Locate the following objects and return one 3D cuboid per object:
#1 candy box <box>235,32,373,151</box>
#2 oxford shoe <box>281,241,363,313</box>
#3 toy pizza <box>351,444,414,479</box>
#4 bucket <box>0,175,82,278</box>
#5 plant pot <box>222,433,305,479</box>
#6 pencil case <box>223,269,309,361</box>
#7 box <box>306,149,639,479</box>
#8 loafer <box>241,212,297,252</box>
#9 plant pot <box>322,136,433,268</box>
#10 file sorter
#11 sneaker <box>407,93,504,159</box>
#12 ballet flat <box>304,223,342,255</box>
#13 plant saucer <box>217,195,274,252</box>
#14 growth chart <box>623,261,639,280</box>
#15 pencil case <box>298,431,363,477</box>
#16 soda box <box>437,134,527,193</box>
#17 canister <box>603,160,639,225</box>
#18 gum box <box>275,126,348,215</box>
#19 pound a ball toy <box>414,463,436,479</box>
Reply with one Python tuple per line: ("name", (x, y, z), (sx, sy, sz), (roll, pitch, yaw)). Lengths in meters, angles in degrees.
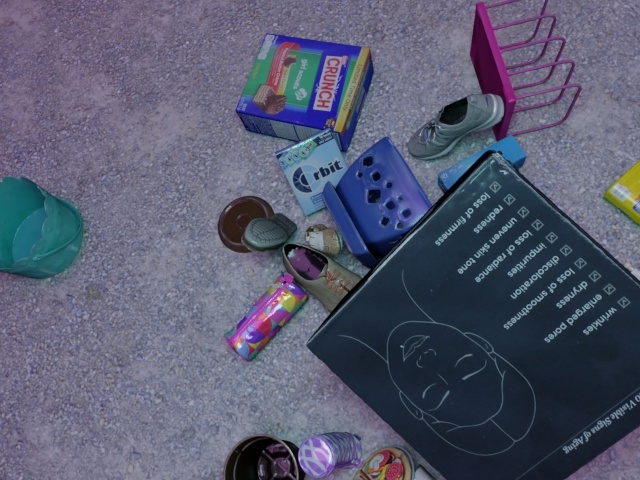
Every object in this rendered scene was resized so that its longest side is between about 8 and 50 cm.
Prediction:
("candy box", (-0.040, -0.419, 1.479), (0.318, 0.122, 0.268), (15, 76, 15))
("oxford shoe", (0.040, 0.119, 1.287), (0.348, 0.130, 0.122), (29, 81, 19))
("toy pizza", (0.117, 0.524, 1.119), (0.032, 0.201, 0.201), (42, 84, -15))
("bucket", (-0.835, -0.027, 1.494), (0.282, 0.183, 0.280), (-3, 73, 11))
("plant pot", (-0.111, 0.515, 1.176), (0.167, 0.165, 0.166), (-3, 73, 11))
("pencil case", (-0.136, 0.189, 1.321), (0.104, 0.104, 0.236), (39, 85, 20))
("box", (0.323, 0.161, 0.989), (0.472, 0.297, 0.480), (44, 108, 5))
("loafer", (-0.130, -0.003, 1.318), (0.094, 0.251, 0.087), (38, 107, 8))
("plant pot", (0.145, -0.070, 1.276), (0.212, 0.236, 0.235), (-30, 70, 8))
("file sorter", (0.509, -0.437, 1.325), (0.183, 0.202, 0.290), (-12, 71, 7))
("sneaker", (0.307, -0.294, 1.306), (0.281, 0.115, 0.105), (-29, 59, 50))
("ballet flat", (0.000, 0.000, 1.302), (0.067, 0.206, 0.072), (-4, 96, -11))
("plant saucer", (-0.209, -0.050, 1.449), (0.169, 0.029, 0.168), (-4, 72, 12))
("growth chart", (0.687, 0.178, 1.189), (0.172, 0.021, 0.237), (38, 83, 21))
("pencil case", (0.026, 0.466, 1.146), (0.086, 0.206, 0.088), (-48, 61, 4))
("soda box", (0.407, -0.179, 1.336), (0.210, 0.067, 0.071), (-28, 70, 3))
("canister", (0.774, -0.092, 1.227), (0.126, 0.073, 0.170), (-41, 68, -3))
("gum box", (-0.009, -0.180, 1.382), (0.157, 0.041, 0.184), (-24, 110, 4))
("pound a ball toy", (0.254, 0.657, 1.069), (0.208, 0.135, 0.319), (-46, 69, -4))
